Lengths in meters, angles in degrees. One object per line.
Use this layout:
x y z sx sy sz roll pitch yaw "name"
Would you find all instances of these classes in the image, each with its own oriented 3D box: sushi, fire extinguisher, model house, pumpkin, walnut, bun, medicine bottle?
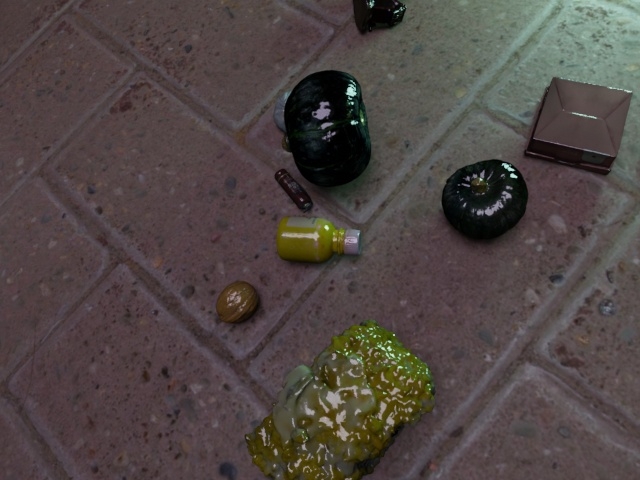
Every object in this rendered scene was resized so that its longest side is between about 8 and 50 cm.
0.053 0.367 1.016 0.240 0.351 0.396 41 85 22 "sushi"
-0.073 -0.140 1.395 0.064 0.043 0.158 -18 60 -41 "fire extinguisher"
0.193 -0.769 1.538 0.164 0.141 0.204 -6 90 -13 "model house"
0.010 -0.293 1.300 0.238 0.315 0.316 -9 69 7 "pumpkin"
-0.223 0.166 1.289 0.124 0.105 0.105 -40 67 0 "walnut"
-0.079 -0.393 1.465 0.140 0.083 0.141 -3 72 9 "bun"
0.000 0.000 1.286 0.212 0.122 0.122 4 71 13 "medicine bottle"
0.410 -0.108 1.218 0.211 0.152 0.212 -5 64 11 "pumpkin"

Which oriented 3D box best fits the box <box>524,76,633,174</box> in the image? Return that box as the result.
0.674 -0.303 1.267 0.214 0.086 0.215 19 76 19 "box"
